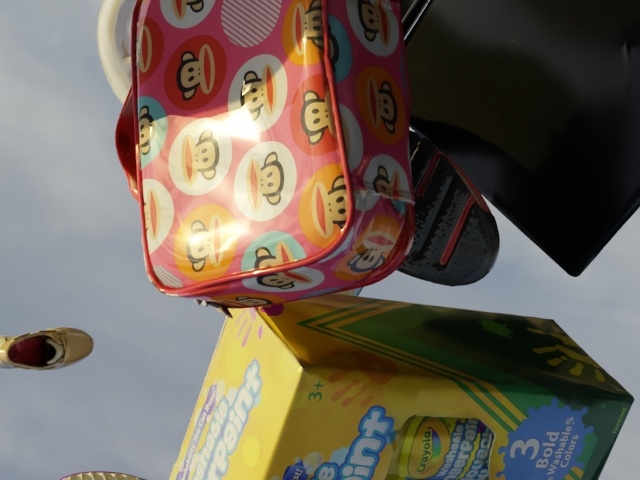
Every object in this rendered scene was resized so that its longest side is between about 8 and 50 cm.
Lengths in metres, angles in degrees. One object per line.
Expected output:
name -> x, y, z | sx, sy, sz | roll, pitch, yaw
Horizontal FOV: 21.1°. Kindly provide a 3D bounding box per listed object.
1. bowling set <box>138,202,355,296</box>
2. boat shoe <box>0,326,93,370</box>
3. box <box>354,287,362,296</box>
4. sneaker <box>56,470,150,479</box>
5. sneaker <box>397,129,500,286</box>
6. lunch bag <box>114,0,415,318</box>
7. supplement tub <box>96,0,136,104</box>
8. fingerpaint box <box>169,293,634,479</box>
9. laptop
bowling set -> -0.058, -0.044, 2.047 | 0.287, 0.154, 0.200 | 21, -141, 3
boat shoe -> -0.385, 0.156, 2.418 | 0.170, 0.063, 0.059 | -6, -175, -41
box -> 0.000, 0.000, 2.512 | 0.087, 0.290, 0.169 | -5, -130, -38
sneaker -> -0.174, 0.314, 1.885 | 0.293, 0.102, 0.146 | 14, 171, -23
sneaker -> 0.049, -0.072, 1.588 | 0.314, 0.116, 0.136 | 36, -164, 21
lunch bag -> -0.058, -0.093, 1.381 | 0.258, 0.293, 0.120 | -13, 163, 34
supplement tub -> -0.098, -0.245, 1.881 | 0.207, 0.207, 0.338 | 26, -158, 3
fingerpaint box -> 0.039, 0.286, 1.633 | 0.371, 0.445, 0.163 | 9, -157, -31
laptop -> 0.221, -0.262, 1.578 | 0.236, 0.382, 0.408 | 20, -135, -15
